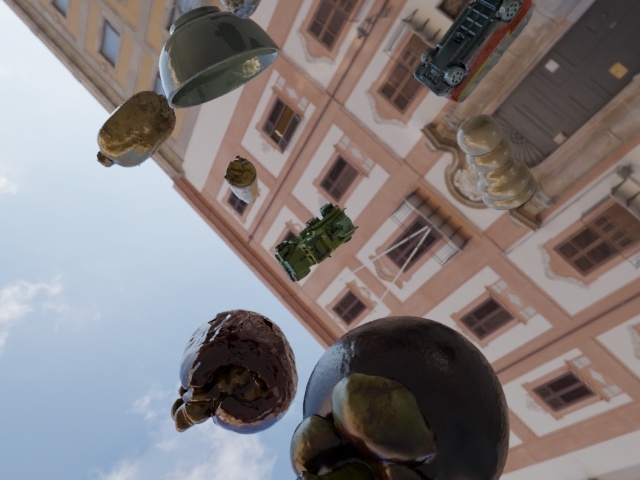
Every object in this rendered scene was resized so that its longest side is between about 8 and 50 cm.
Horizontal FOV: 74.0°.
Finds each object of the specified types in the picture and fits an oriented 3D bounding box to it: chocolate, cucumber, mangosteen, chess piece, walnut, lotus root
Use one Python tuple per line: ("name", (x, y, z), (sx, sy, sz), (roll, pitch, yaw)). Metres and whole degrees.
("chocolate", (-0.201, -0.142, 1.136), (0.086, 0.219, 0.085), (1, -102, -3))
("cucumber", (-0.099, -0.381, 0.603), (0.064, 0.112, 0.064), (26, -143, -21))
("mangosteen", (0.062, 0.169, 0.376), (0.194, 0.194, 0.231), (48, -153, 13))
("chess piece", (0.436, -0.206, 1.069), (0.261, 0.143, 0.142), (47, -148, -34))
("walnut", (-0.168, 0.246, 0.774), (0.244, 0.269, 0.221), (-28, -93, -6))
("lotus root", (-0.557, -0.322, 1.274), (0.160, 0.284, 0.146), (48, -172, -32))

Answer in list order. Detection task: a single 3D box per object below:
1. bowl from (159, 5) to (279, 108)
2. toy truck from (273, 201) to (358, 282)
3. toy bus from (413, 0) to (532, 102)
("bowl", (-0.253, -0.435, 0.976), (0.289, 0.290, 0.146), (-40, -75, -49))
("toy truck", (-0.004, 0.002, 1.228), (0.260, 0.135, 0.128), (-38, -75, -18))
("toy bus", (0.338, -0.434, 0.923), (0.120, 0.265, 0.121), (12, -144, -42))
